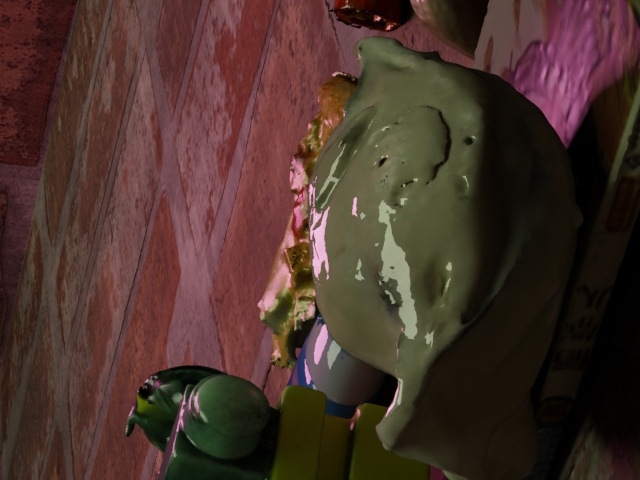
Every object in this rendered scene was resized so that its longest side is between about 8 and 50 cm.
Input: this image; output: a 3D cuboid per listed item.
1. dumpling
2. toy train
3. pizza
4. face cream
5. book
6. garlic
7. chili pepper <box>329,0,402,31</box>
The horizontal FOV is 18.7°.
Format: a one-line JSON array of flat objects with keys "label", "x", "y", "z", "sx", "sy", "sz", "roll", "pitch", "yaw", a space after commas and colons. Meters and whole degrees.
[{"label": "dumpling", "x": 0.100, "y": 0.012, "z": 1.297, "sx": 0.243, "sy": 0.187, "sz": 0.318, "roll": 50, "pitch": -151, "yaw": -44}, {"label": "toy train", "x": -0.061, "y": 0.289, "z": 1.651, "sx": 0.179, "sy": 0.272, "sz": 0.442, "roll": -82, "pitch": 9, "yaw": -48}, {"label": "pizza", "x": 0.000, "y": 0.000, "z": 1.837, "sx": 0.280, "sy": 0.075, "sz": 0.288, "roll": -122, "pitch": 50, "yaw": -65}, {"label": "face cream", "x": 0.008, "y": 0.144, "z": 1.789, "sx": 0.149, "sy": 0.083, "sz": 0.264, "roll": -80, "pitch": 9, "yaw": -48}, {"label": "book", "x": 0.155, "y": -0.043, "z": 1.402, "sx": 0.300, "sy": 0.039, "sz": 0.428, "roll": -105, "pitch": 22, "yaw": -51}, {"label": "garlic", "x": 0.117, "y": -0.235, "z": 1.537, "sx": 0.087, "sy": 0.101, "sz": 0.195, "roll": -157, "pitch": 74, "yaw": -74}, {"label": "chili pepper", "x": 0.060, "y": -0.287, "z": 1.839, "sx": 0.088, "sy": 0.065, "sz": 0.169, "roll": 42, "pitch": -121, "yaw": -78}]
